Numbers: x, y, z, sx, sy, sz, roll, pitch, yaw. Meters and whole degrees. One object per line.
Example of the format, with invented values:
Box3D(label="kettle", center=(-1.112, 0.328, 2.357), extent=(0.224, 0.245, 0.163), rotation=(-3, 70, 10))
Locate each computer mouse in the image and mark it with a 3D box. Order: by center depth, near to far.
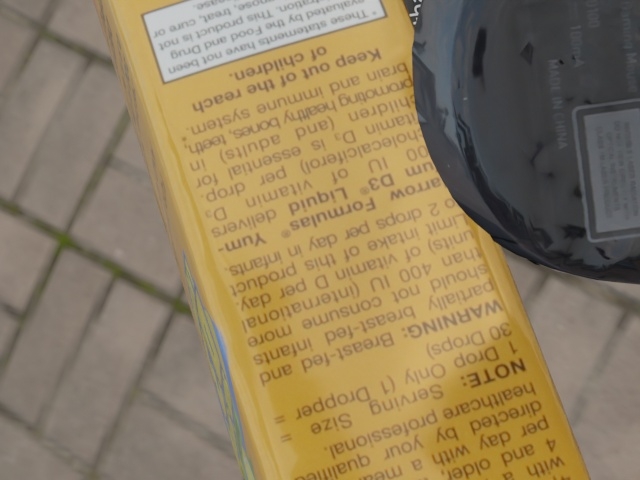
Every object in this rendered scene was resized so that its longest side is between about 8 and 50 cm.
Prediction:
Box3D(label="computer mouse", center=(0.158, -0.022, 0.405), extent=(0.262, 0.184, 0.060), rotation=(-13, 27, 8))

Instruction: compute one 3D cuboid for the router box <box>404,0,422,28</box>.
Box3D(label="router box", center=(0.120, -0.183, 1.036), extent=(0.081, 0.243, 0.309), rotation=(3, 102, 65))

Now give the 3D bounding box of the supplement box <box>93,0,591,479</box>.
Box3D(label="supplement box", center=(0.000, 0.000, 0.520), extent=(0.080, 0.078, 0.233), rotation=(-18, 64, -7))
